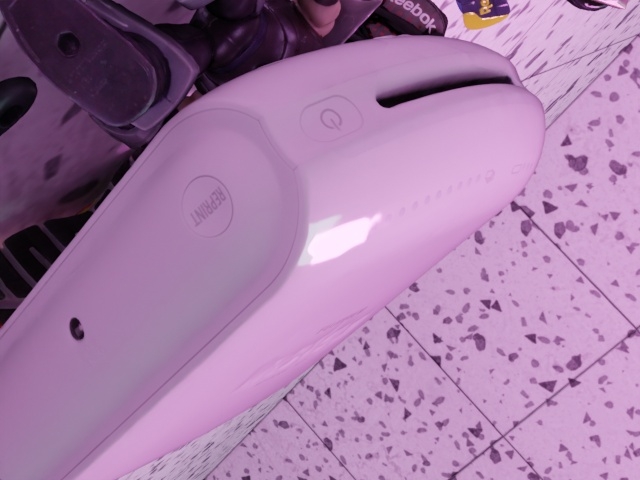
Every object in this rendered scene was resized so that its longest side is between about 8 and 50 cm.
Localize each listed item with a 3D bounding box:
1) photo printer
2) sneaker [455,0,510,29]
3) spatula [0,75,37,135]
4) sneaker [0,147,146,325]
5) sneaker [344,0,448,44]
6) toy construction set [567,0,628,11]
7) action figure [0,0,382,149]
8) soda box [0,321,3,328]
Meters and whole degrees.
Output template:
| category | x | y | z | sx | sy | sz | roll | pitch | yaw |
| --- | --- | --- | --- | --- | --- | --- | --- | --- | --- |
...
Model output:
| category | x | y | z | sx | sy | sz | roll | pitch | yaw |
| --- | --- | --- | --- | --- | --- | --- | --- | --- | --- |
| photo printer | -0.025 | 0.008 | 0.563 | 0.307 | 0.107 | 0.256 | -43 | 166 | 36 |
| sneaker | 0.128 | -0.240 | 0.851 | 0.053 | 0.059 | 0.144 | -12 | 153 | 4 |
| spatula | -0.256 | 0.015 | 0.500 | 0.296 | 0.030 | 0.084 | -42 | 168 | 0 |
| sneaker | -0.162 | 0.019 | 0.717 | 0.208 | 0.081 | 0.094 | -41 | 176 | -34 |
| sneaker | 0.023 | -0.125 | 0.750 | 0.135 | 0.098 | 0.276 | -51 | 175 | 32 |
| toy construction set | 0.323 | -0.323 | 0.877 | 0.309 | 0.258 | 0.237 | -58 | 146 | -66 |
| action figure | -0.058 | -0.117 | 0.537 | 0.185 | 0.099 | 0.285 | -51 | 173 | 8 |
| soda box | -0.280 | 0.109 | 0.658 | 0.092 | 0.083 | 0.263 | -34 | 168 | -38 |
